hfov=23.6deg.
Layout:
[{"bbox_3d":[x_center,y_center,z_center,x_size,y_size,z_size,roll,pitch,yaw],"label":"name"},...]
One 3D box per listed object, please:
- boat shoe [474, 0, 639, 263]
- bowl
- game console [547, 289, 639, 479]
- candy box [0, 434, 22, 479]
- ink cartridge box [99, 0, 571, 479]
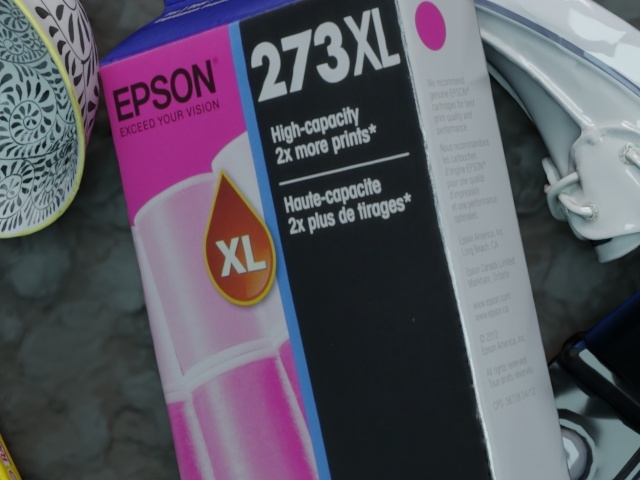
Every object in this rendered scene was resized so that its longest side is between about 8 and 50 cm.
[{"bbox_3d":[0.146,-0.028,0.689,0.258,0.095,0.084,38,88,3],"label":"boat shoe"},{"bbox_3d":[-0.160,-0.092,0.696,0.170,0.170,0.080,32,48,2],"label":"bowl"},{"bbox_3d":[0.201,0.169,0.649,0.293,0.173,0.250,40,92,2],"label":"game console"},{"bbox_3d":[-0.233,0.166,0.732,0.206,0.027,0.105,-30,74,3],"label":"candy box"},{"bbox_3d":[0.000,0.000,0.671,0.175,0.069,0.371,-12,87,40],"label":"ink cartridge box"}]
